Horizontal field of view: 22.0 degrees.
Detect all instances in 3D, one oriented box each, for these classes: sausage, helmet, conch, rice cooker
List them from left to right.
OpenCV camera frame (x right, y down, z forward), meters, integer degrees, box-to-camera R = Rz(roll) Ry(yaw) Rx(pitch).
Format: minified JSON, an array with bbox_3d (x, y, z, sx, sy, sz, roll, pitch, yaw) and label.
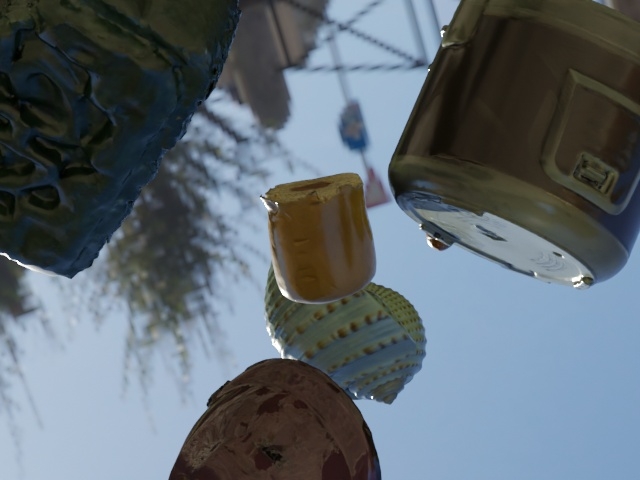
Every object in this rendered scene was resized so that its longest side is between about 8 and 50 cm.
[{"bbox_3d":[-0.076,0.316,2.003,0.197,0.338,0.271,-33,-112,-32],"label":"helmet"},{"bbox_3d":[0.017,0.127,2.650,0.215,0.319,0.303,-49,163,-2],"label":"conch"},{"bbox_3d":[0.206,-0.023,2.702,0.054,0.062,0.183,30,-161,6],"label":"sausage"},{"bbox_3d":[0.276,-0.138,1.986,0.335,0.335,0.325,12,-106,53],"label":"rice cooker"}]

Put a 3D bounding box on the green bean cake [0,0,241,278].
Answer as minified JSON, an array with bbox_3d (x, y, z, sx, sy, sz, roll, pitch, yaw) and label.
[{"bbox_3d":[-0.259,-0.150,1.361,0.300,0.308,0.169,-53,-166,35],"label":"green bean cake"}]

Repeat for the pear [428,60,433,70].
[{"bbox_3d":[0.356,-0.144,2.319,0.238,0.342,0.318,-37,-150,-9],"label":"pear"}]

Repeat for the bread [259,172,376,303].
[{"bbox_3d":[0.001,0.001,2.074,0.134,0.173,0.085,-11,-155,2],"label":"bread"}]
